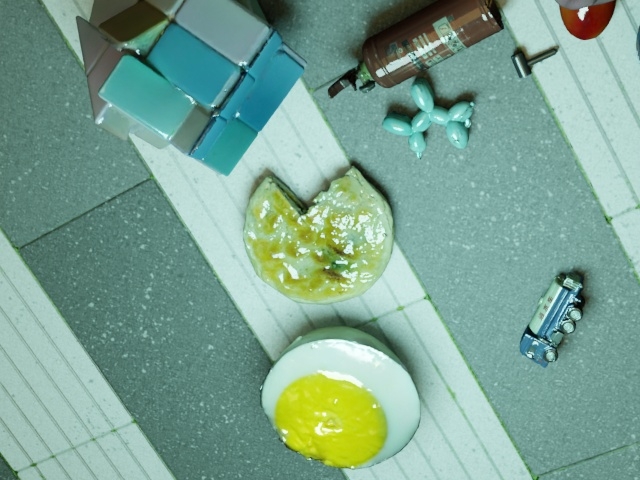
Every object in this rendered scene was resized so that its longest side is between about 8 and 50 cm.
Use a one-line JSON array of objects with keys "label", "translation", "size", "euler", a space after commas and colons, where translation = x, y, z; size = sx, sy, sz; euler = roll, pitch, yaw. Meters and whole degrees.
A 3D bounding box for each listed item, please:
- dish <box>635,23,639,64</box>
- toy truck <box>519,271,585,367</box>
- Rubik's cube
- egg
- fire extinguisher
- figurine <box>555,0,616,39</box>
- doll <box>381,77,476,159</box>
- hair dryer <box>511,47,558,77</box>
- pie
[{"label": "dish", "translation": [0.666, -0.354, 1.785], "size": [0.228, 0.086, 0.236], "euler": [39, 116, -7]}, {"label": "toy truck", "translation": [0.475, 0.158, 2.064], "size": [0.088, 0.074, 0.202], "euler": [26, 116, 6]}, {"label": "Rubik's cube", "translation": [-0.241, -0.337, 1.874], "size": [0.368, 0.358, 0.387], "euler": [37, 93, 34]}, {"label": "egg", "translation": [0.046, 0.308, 2.160], "size": [0.337, 0.201, 0.337], "euler": [2, 113, 4]}, {"label": "fire extinguisher", "translation": [0.164, -0.352, 1.867], "size": [0.337, 0.147, 0.106], "euler": [-26, 104, 21]}, {"label": "figurine", "translation": [0.468, -0.503, 1.710], "size": [0.269, 0.261, 0.211], "euler": [-36, 74, 25]}, {"label": "doll", "translation": [0.219, -0.233, 1.957], "size": [0.158, 0.059, 0.159], "euler": [44, 114, -6]}, {"label": "hair dryer", "translation": [0.401, -0.338, 1.888], "size": [0.083, 0.026, 0.047], "euler": [-22, 108, 17]}, {"label": "pie", "translation": [0.000, 0.000, 2.102], "size": [0.337, 0.075, 0.338], "euler": [5, 115, 10]}]
